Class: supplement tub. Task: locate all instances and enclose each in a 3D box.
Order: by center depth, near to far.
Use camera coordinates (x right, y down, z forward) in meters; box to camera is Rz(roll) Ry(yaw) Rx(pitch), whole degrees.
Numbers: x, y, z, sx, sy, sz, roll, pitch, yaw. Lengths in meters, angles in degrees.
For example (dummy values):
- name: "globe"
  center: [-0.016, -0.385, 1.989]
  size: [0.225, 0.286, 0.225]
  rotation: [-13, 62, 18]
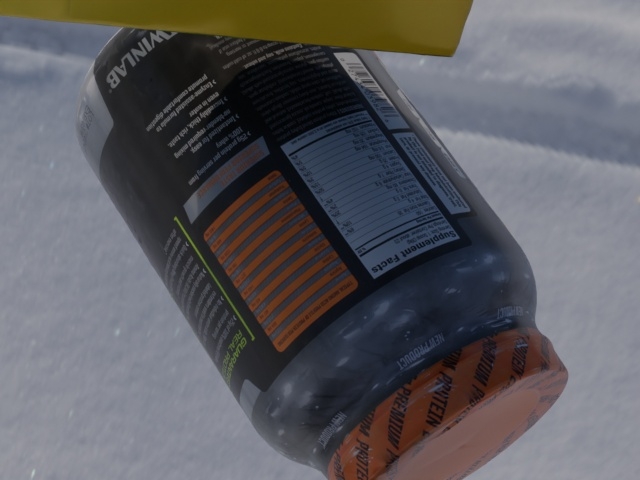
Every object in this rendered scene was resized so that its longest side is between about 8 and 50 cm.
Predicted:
- name: "supplement tub"
  center: [0.000, 0.000, 0.940]
  size: [0.193, 0.193, 0.316]
  rotation: [-22, 65, -26]

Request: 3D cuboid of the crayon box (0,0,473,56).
- name: "crayon box"
  center: [-0.048, -0.273, 0.728]
  size: [0.313, 0.363, 0.106]
  rotation: [4, 41, -12]
